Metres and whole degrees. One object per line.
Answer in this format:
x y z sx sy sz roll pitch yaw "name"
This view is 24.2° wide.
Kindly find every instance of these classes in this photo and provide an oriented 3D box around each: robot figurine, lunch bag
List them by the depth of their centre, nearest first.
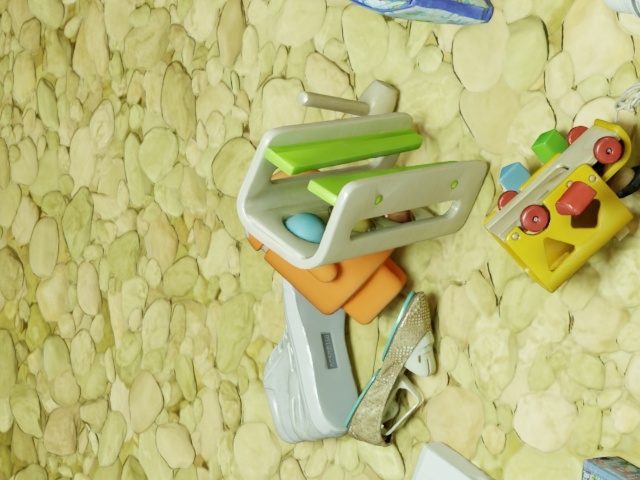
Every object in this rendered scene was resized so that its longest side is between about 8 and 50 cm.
0.106 -0.292 1.695 0.151 0.129 0.096 42 119 42 "lunch bag"
0.000 0.000 1.764 0.219 0.158 0.128 43 143 0 "robot figurine"

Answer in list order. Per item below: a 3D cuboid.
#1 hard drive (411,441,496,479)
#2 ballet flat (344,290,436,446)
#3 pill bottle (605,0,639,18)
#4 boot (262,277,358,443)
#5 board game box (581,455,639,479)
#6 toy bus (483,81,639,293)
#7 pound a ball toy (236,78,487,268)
0.147 0.412 1.686 0.203 0.040 0.307 32 112 44 "hard drive"
0.097 0.156 1.746 0.067 0.073 0.206 31 117 16 "ballet flat"
0.348 -0.250 1.457 0.137 0.078 0.078 18 102 48 "pill bottle"
-0.031 0.125 1.858 0.123 0.095 0.258 -22 69 47 "boot"
0.340 0.326 1.455 0.194 0.060 0.194 7 94 49 "board game box"
0.268 -0.040 1.518 0.104 0.191 0.202 47 137 -15 "toy bus"
0.031 -0.071 1.665 0.208 0.319 0.135 35 117 27 "pound a ball toy"
